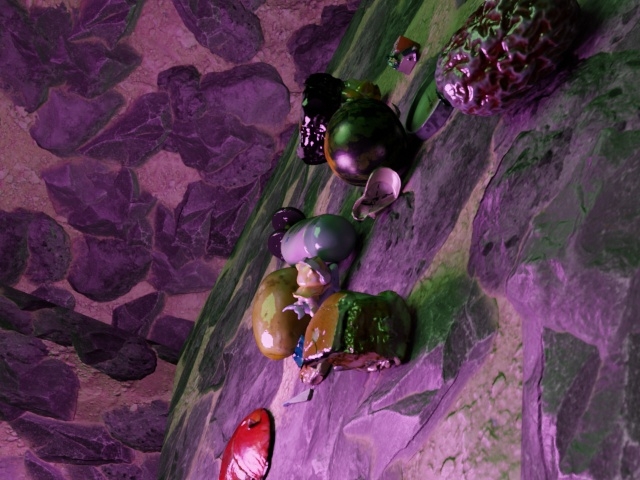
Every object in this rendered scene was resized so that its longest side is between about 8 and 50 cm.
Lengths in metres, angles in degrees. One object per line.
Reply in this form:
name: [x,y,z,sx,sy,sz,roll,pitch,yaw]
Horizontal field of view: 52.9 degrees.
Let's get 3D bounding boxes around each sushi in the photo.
sushi: [0.065,-0.435,2.348,0.328,0.285,0.328,-85,3,-64]

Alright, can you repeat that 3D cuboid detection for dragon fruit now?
dragon fruit: [-0.232,0.664,1.959,0.282,0.100,0.343,-31,38,57]

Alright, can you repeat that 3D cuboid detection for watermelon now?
watermelon: [0.132,-0.285,1.884,0.269,0.269,0.269,-57,18,29]

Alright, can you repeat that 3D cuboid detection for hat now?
hat: [0.157,-0.139,1.824,0.081,0.122,0.166,-99,14,-50]

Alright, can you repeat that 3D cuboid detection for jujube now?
jujube: [0.378,-0.397,1.313,0.317,0.226,0.226,-45,24,33]

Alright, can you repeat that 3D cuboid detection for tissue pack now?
tissue pack: [-0.057,0.321,1.852,0.085,0.028,0.138,-67,17,-3]

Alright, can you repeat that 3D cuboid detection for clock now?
clock: [0.318,-0.392,1.816,0.226,0.049,0.226,-56,19,31]

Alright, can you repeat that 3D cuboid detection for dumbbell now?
dumbbell: [-0.133,-0.031,2.574,0.143,0.143,0.325,-54,19,35]

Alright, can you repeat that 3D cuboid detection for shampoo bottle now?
shampoo bottle: [0.000,0.000,2.047,0.222,0.151,0.349,-36,9,-17]

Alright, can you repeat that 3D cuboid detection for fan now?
fan: [-0.068,0.460,1.863,0.193,0.016,0.038,-39,27,56]

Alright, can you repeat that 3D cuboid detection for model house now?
model house: [0.288,-0.643,2.217,0.100,0.088,0.100,-58,21,29]

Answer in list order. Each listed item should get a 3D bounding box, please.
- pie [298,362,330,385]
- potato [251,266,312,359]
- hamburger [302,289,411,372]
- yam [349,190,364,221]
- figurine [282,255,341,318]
pie: [-0.008,0.317,1.824,0.195,0.046,0.195,-54,20,30]
potato: [-0.115,0.224,2.025,0.216,0.216,0.304,-41,26,56]
hamburger: [0.084,0.202,1.460,0.288,0.168,0.192,-36,34,62]
yam: [0.122,-0.107,2.041,0.094,0.043,0.043,-66,15,-9]
figurine: [-0.021,0.142,1.889,0.208,0.184,0.128,-44,29,-22]
